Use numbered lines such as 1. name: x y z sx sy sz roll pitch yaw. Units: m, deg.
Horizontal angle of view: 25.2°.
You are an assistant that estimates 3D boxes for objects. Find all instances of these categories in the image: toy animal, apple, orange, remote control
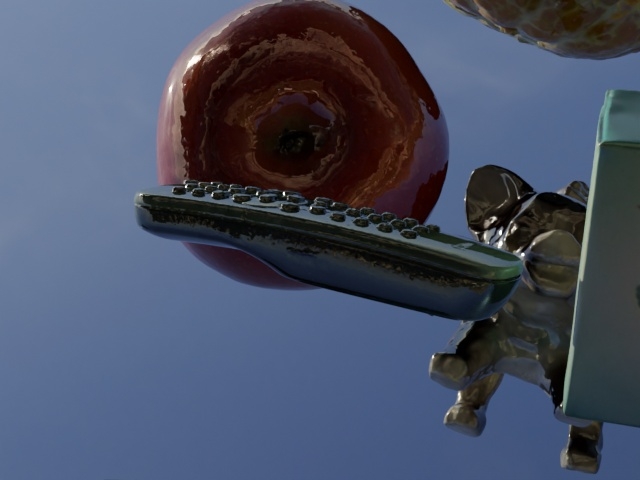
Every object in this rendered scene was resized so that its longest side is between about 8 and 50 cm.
1. toy animal: 0.222 0.044 1.402 0.194 0.344 0.303 14 -106 10
2. apple: -0.023 -0.082 1.239 0.260 0.261 0.216 -5 -176 -1
3. orange: 0.251 -0.328 1.514 0.329 0.249 0.329 18 -175 -2
4. remote control: 0.000 0.000 0.766 0.222 0.042 0.072 14 -169 27

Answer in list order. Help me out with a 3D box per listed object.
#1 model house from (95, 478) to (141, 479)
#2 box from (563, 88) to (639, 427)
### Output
1. model house: -0.109 0.333 0.893 0.229 0.249 0.281 11 -133 -30
2. box: 0.249 0.020 0.698 0.244 0.153 0.092 7 -156 13
